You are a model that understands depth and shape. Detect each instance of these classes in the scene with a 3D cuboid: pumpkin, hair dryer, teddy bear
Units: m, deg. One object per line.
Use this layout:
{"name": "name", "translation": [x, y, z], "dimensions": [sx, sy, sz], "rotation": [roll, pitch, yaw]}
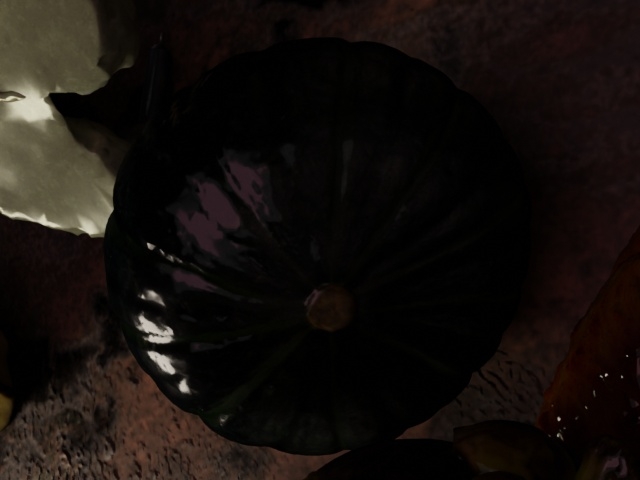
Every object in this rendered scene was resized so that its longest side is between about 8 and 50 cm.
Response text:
{"name": "pumpkin", "translation": [0.000, 0.000, 0.579], "dimensions": [0.250, 0.216, 0.249], "rotation": [5, 112, 12]}
{"name": "hair dryer", "translation": [-0.131, -0.115, 0.783], "dimensions": [0.063, 0.037, 0.114], "rotation": [-1, 80, 36]}
{"name": "teddy bear", "translation": [-0.260, -0.212, 0.795], "dimensions": [0.375, 0.362, 0.327], "rotation": [9, 129, 12]}

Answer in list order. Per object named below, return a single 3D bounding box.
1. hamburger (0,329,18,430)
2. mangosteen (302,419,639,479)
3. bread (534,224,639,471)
{"name": "hamburger", "translation": [-0.430, 0.098, 0.858], "dimensions": [0.276, 0.276, 0.236], "rotation": [-40, 67, 29]}
{"name": "mangosteen", "translation": [0.072, 0.168, 0.448], "dimensions": [0.192, 0.192, 0.217], "rotation": [55, 126, 26]}
{"name": "bread", "translation": [0.173, 0.087, 0.498], "dimensions": [0.269, 0.095, 0.139], "rotation": [-56, 50, 25]}
